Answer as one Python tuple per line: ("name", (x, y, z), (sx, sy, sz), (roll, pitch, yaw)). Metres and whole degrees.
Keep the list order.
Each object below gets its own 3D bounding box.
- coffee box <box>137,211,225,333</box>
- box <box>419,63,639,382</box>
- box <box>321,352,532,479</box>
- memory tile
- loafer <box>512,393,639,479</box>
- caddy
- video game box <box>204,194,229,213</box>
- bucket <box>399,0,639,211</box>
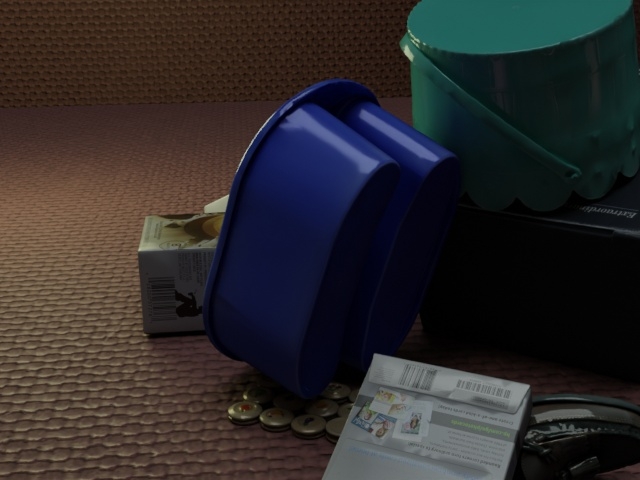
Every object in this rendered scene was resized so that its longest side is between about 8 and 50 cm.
("coffee box", (-0.086, 0.034, 1.209), (0.297, 0.119, 0.168), (-3, 18, -7))
("box", (0.332, -0.052, 1.146), (0.293, 0.212, 0.395), (13, 40, 33))
("box", (0.081, 0.189, 0.740), (0.145, 0.038, 0.186), (8, 49, 24))
("memory tile", (-0.015, 0.175, 0.958), (0.148, 0.012, 0.113), (7, 20, 20))
("loafer", (0.159, 0.198, 0.796), (0.267, 0.096, 0.084), (-5, 38, 9))
("caddy", (0.000, 0.000, 0.975), (0.179, 0.341, 0.241), (32, 25, 33))
("video game box", (-0.042, -0.048, 1.355), (0.187, 0.048, 0.205), (6, -19, -43))
("bucket", (0.225, -0.179, 1.014), (0.281, 0.183, 0.281), (-10, 33, 6))
